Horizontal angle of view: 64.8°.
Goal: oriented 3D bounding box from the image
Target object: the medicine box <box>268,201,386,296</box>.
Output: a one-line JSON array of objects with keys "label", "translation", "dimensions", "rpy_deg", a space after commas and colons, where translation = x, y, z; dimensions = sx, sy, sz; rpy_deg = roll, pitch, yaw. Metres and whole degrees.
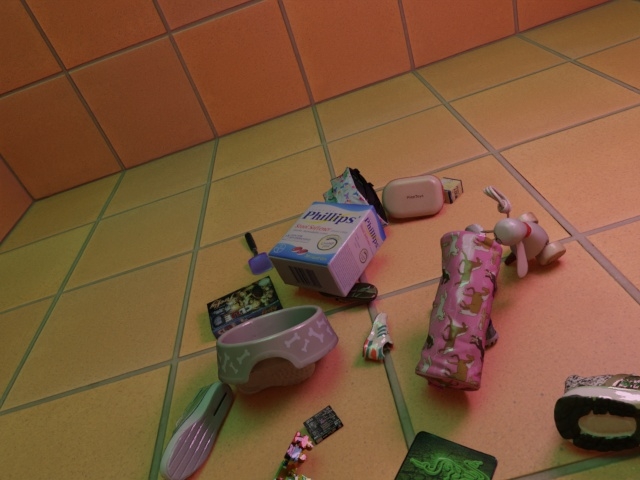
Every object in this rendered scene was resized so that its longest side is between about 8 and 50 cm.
[{"label": "medicine box", "translation": [0.025, 0.018, 1.665], "dimensions": [0.263, 0.149, 0.289], "rpy_deg": [7, 47, 40]}]

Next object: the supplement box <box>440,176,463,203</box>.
[{"label": "supplement box", "translation": [0.483, -0.191, 1.917], "dimensions": [0.083, 0.056, 0.083], "rpy_deg": [-40, 38, -27]}]

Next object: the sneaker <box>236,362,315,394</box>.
[{"label": "sneaker", "translation": [-0.129, 0.362, 1.440], "dimensions": [0.235, 0.090, 0.095], "rpy_deg": [-12, 19, 7]}]

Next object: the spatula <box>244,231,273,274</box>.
[{"label": "spatula", "translation": [-0.264, 0.042, 2.018], "dimensions": [0.084, 0.030, 0.296], "rpy_deg": [-27, 34, -5]}]

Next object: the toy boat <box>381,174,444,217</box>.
[{"label": "toy boat", "translation": [0.348, -0.164, 1.903], "dimensions": [0.231, 0.151, 0.151], "rpy_deg": [-6, 2, 12]}]

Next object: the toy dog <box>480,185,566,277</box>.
[{"label": "toy dog", "translation": [0.542, 0.008, 1.422], "dimensions": [0.161, 0.334, 0.220], "rpy_deg": [-48, 38, 27]}]

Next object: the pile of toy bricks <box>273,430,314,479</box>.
[{"label": "pile of toy bricks", "translation": [-0.051, 0.544, 1.127], "dimensions": [0.105, 0.118, 0.212], "rpy_deg": [25, 36, 8]}]

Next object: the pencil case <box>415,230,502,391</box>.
[{"label": "pencil case", "translation": [0.340, 0.173, 1.237], "dimensions": [0.160, 0.167, 0.386], "rpy_deg": [5, 70, 28]}]

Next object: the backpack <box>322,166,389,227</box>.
[{"label": "backpack", "translation": [0.135, -0.124, 1.868], "dimensions": [0.191, 0.225, 0.253], "rpy_deg": [-41, 36, 10]}]

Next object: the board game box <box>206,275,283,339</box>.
[{"label": "board game box", "translation": [-0.265, 0.228, 1.740], "dimensions": [0.243, 0.042, 0.165], "rpy_deg": [-25, 33, -6]}]

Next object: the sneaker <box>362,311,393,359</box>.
[{"label": "sneaker", "translation": [0.176, 0.275, 1.428], "dimensions": [0.075, 0.057, 0.161], "rpy_deg": [15, 43, 19]}]

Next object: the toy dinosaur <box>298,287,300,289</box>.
[{"label": "toy dinosaur", "translation": [0.013, 0.089, 1.767], "dimensions": [0.212, 0.064, 0.112], "rpy_deg": [-16, 34, 8]}]

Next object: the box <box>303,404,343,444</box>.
[{"label": "box", "translation": [0.006, 0.463, 1.270], "dimensions": [0.083, 0.018, 0.067], "rpy_deg": [-31, 34, -14]}]

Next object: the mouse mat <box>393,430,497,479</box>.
[{"label": "mouse mat", "translation": [0.266, 0.500, 1.085], "dimensions": [0.190, 0.007, 0.152], "rpy_deg": [8, 43, 36]}]

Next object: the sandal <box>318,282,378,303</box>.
[{"label": "sandal", "translation": [0.086, 0.166, 1.621], "dimensions": [0.219, 0.060, 0.090], "rpy_deg": [6, 45, 28]}]

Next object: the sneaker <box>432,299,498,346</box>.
[{"label": "sneaker", "translation": [0.390, 0.192, 1.375], "dimensions": [0.083, 0.098, 0.224], "rpy_deg": [-33, 35, -18]}]

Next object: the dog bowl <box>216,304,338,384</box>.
[{"label": "dog bowl", "translation": [-0.130, 0.278, 1.409], "dimensions": [0.349, 0.102, 0.349], "rpy_deg": [-16, 4, 1]}]

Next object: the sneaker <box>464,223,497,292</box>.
[{"label": "sneaker", "translation": [0.459, 0.048, 1.540], "dimensions": [0.115, 0.105, 0.281], "rpy_deg": [-11, 35, 15]}]

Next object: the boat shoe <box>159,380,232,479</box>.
[{"label": "boat shoe", "translation": [-0.337, 0.506, 1.344], "dimensions": [0.094, 0.109, 0.302], "rpy_deg": [-20, 20, 31]}]

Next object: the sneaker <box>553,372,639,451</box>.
[{"label": "sneaker", "translation": [0.687, 0.316, 1.011], "dimensions": [0.410, 0.158, 0.182], "rpy_deg": [-1, 20, 20]}]
